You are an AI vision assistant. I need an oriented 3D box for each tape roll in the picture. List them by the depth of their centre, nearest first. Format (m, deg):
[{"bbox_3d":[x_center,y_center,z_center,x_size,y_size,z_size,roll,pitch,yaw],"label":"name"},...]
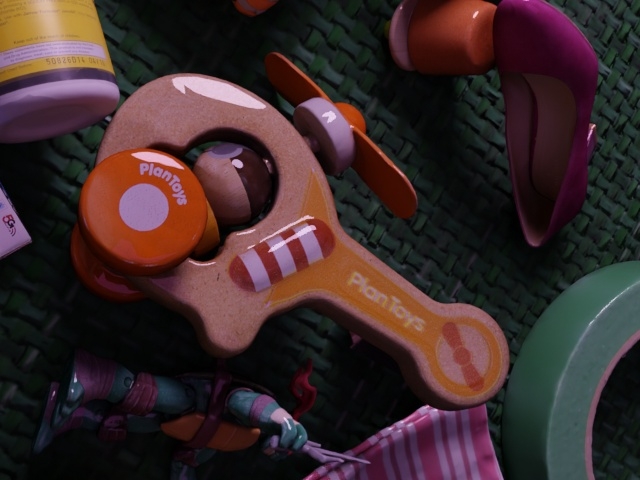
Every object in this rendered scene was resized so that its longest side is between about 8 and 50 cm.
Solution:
[{"bbox_3d":[0.335,0.181,0.847,0.321,0.077,0.322,-1,93,-21],"label":"tape roll"}]

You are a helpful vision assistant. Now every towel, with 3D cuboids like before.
[{"bbox_3d":[0.076,0.229,0.756,0.197,0.029,0.144,-26,113,-18],"label":"towel"}]

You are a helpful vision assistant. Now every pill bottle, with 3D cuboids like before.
[{"bbox_3d":[-0.211,-0.168,0.590,0.103,0.103,0.184,-15,87,-20],"label":"pill bottle"}]

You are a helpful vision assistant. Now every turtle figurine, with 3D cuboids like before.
[{"bbox_3d":[-0.091,0.150,0.660,0.234,0.118,0.175,19,127,-20],"label":"turtle figurine"}]

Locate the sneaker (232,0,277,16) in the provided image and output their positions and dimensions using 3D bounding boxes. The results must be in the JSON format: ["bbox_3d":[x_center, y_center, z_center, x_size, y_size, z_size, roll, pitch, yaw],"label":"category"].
[{"bbox_3d":[-0.025,-0.348,0.650,0.180,0.124,0.321,37,80,-20],"label":"sneaker"}]

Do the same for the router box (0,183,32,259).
[{"bbox_3d":[-0.258,-0.069,0.567,0.046,0.133,0.179,-31,104,-17],"label":"router box"}]

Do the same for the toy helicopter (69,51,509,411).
[{"bbox_3d":[0.000,0.000,0.653,0.355,0.140,0.235,34,68,-8],"label":"toy helicopter"}]

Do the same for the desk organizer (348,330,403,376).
[{"bbox_3d":[0.080,0.087,0.753,0.047,0.050,0.130,-43,128,20],"label":"desk organizer"}]

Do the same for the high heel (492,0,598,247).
[{"bbox_3d":[0.180,-0.094,0.726,0.117,0.082,0.244,-63,150,-16],"label":"high heel"}]

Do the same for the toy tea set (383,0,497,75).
[{"bbox_3d":[0.133,-0.306,0.743,0.336,0.124,0.200,-59,139,-12],"label":"toy tea set"}]
